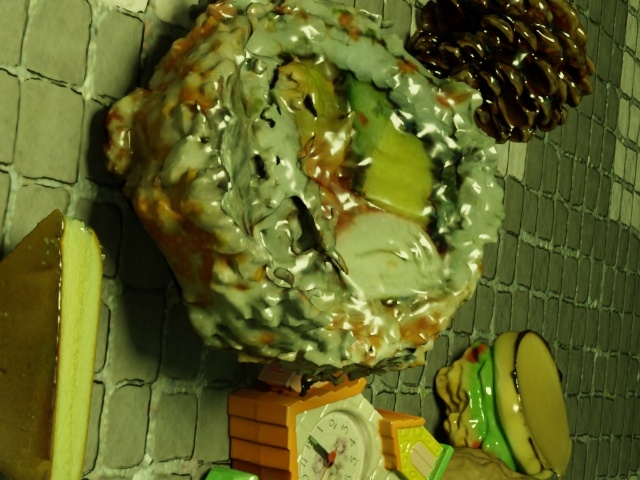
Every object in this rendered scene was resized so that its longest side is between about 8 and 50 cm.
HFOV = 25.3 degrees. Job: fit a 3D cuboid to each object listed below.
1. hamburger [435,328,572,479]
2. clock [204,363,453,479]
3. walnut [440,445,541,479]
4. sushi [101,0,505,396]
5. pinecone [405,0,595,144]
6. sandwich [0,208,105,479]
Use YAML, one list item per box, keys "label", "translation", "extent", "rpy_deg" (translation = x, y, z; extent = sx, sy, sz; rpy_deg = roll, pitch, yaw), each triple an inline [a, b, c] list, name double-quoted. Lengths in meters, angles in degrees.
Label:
- label: "hamburger"
  translation: [0.254, 0.243, 2.024]
  extent: [0.237, 0.149, 0.237]
  rpy_deg: [44, 38, -47]
- label: "clock"
  translation: [0.002, 0.247, 1.536]
  extent: [0.255, 0.106, 0.219]
  rpy_deg: [49, 58, -38]
- label: "walnut"
  translation: [0.193, 0.376, 1.853]
  extent: [0.224, 0.257, 0.257]
  rpy_deg: [59, 20, 19]
- label: "sushi"
  translation: [0.002, -0.061, 1.337]
  extent: [0.418, 0.176, 0.417]
  rpy_deg: [17, 62, -35]
- label: "pinecone"
  translation: [0.223, -0.239, 1.821]
  extent: [0.257, 0.243, 0.243]
  rpy_deg: [-17, 110, -39]
- label: "sandwich"
  translation: [-0.231, 0.099, 1.139]
  extent: [0.090, 0.088, 0.244]
  rpy_deg: [18, 73, -71]
